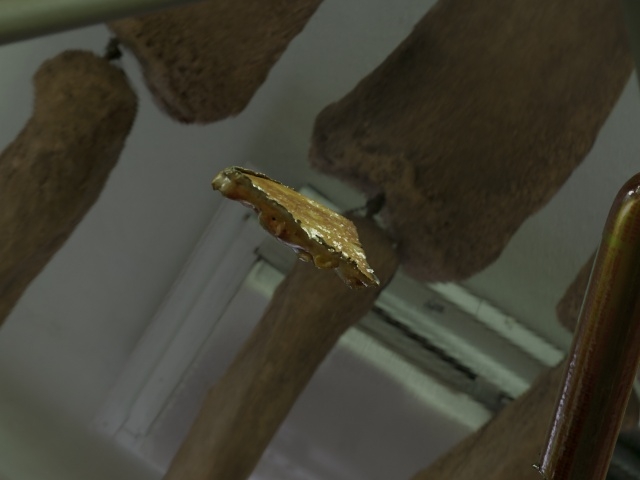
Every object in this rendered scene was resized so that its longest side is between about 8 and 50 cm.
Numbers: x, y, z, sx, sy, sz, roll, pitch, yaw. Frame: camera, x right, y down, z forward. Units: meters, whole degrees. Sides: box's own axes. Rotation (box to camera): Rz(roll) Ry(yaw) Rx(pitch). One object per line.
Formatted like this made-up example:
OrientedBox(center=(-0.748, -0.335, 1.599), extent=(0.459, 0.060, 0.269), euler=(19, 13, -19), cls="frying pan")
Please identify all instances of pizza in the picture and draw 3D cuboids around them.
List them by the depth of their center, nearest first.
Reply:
OrientedBox(center=(0.000, 0.000, 1.159), extent=(0.176, 0.185, 0.036), euler=(43, -76, 29), cls="pizza")

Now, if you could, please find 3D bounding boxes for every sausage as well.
OrientedBox(center=(0.291, 0.081, 1.272), extent=(0.082, 0.082, 0.371), euler=(15, -68, 10), cls="sausage")
